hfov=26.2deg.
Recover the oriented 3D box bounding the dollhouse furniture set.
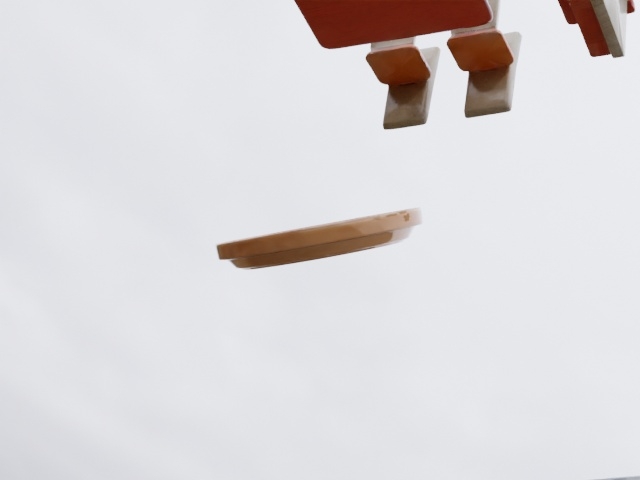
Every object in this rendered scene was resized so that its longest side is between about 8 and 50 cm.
[{"bbox_3d":[0.103,-0.195,1.061,0.259,0.135,0.262,-6,-37,26],"label":"dollhouse furniture set"}]

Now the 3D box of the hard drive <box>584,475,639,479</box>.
[{"bbox_3d":[0.086,0.148,0.561,0.172,0.255,0.054,-163,-112,-75],"label":"hard drive"}]

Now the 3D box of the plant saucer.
[{"bbox_3d":[0.000,0.000,0.548,0.083,0.083,0.013,-9,-89,57],"label":"plant saucer"}]
